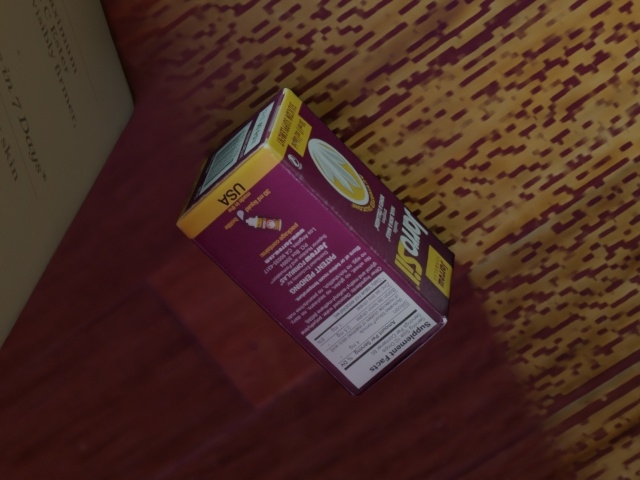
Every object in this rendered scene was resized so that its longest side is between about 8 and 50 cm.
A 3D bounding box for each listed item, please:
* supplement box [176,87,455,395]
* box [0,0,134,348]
[{"bbox_3d":[0.000,0.000,0.633,0.043,0.055,0.083,-41,105,20],"label":"supplement box"},{"bbox_3d":[-0.185,-0.050,0.471,0.168,0.345,0.215,-13,111,12],"label":"box"}]
